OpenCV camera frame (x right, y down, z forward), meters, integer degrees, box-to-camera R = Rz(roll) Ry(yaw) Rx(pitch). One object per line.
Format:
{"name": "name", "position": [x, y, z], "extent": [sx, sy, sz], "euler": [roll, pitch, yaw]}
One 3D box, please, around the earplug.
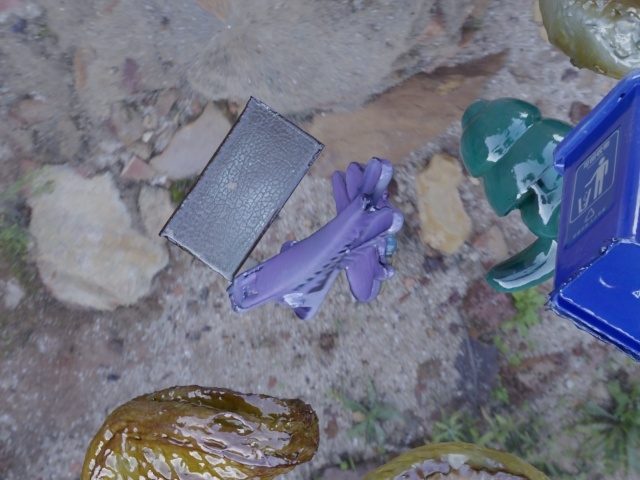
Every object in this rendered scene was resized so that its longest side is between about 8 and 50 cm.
{"name": "earplug", "position": [0.295, -0.079, 1.432], "extent": [0.164, 0.257, 0.280], "euler": [-39, 89, -27]}

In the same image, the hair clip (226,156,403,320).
{"name": "hair clip", "position": [0.010, 0.003, 0.959], "extent": [0.090, 0.278, 0.137], "euler": [8, 64, -33]}

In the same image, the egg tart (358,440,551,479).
{"name": "egg tart", "position": [0.121, 0.326, 0.858], "extent": [0.290, 0.115, 0.290], "euler": [1, 70, -4]}

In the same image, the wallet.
{"name": "wallet", "position": [-0.114, -0.073, 1.415], "extent": [0.133, 0.039, 0.243], "euler": [33, 96, -16]}

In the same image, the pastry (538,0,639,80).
{"name": "pastry", "position": [0.483, -0.341, 1.483], "extent": [0.330, 0.329, 0.136], "euler": [1, 133, -5]}

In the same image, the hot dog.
{"name": "hot dog", "position": [-0.068, 0.119, 0.544], "extent": [0.099, 0.065, 0.147], "euler": [15, 138, -43]}

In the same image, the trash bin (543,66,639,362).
{"name": "trash bin", "position": [0.307, -0.020, 0.887], "extent": [0.184, 0.234, 0.162], "euler": [30, 138, -5]}
